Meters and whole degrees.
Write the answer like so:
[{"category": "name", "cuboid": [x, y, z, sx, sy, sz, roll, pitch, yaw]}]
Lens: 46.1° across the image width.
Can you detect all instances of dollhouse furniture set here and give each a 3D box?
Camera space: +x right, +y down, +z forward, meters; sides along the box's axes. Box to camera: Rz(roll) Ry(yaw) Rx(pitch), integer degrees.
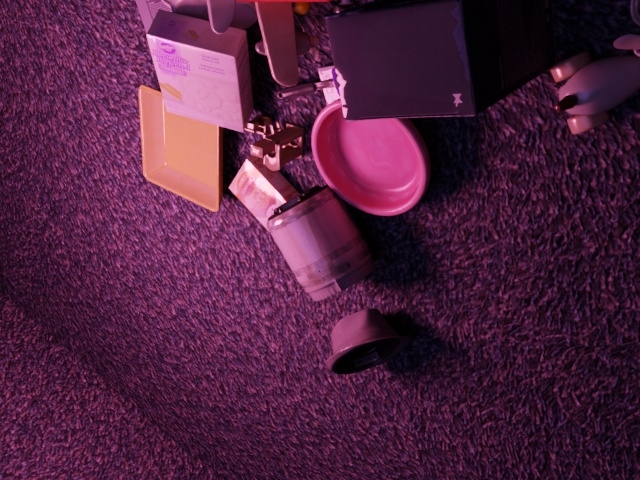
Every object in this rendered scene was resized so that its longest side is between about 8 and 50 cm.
[{"category": "dollhouse furniture set", "cuboid": [-0.164, -0.258, 2.074, 0.161, 0.182, 0.101, 22, 127, 29]}]

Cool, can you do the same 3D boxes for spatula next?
[{"category": "spatula", "cuboid": [-0.001, -0.396, 1.934, 0.297, 0.030, 0.084, -3, 113, 41]}]

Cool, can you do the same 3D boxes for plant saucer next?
[{"category": "plant saucer", "cuboid": [-0.414, -0.296, 2.335, 0.333, 0.081, 0.332, 25, 129, 27]}, {"category": "plant saucer", "cuboid": [0.134, -0.220, 1.890, 0.332, 0.084, 0.332, 22, 136, 23]}]

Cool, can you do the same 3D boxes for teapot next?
[{"category": "teapot", "cuboid": [-0.269, -0.660, 1.926, 0.252, 0.256, 0.187, 147, 123, -66]}]

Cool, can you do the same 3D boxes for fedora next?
[{"category": "fedora", "cuboid": [0.123, 0.278, 2.152, 0.275, 0.244, 0.124, -57, 45, 52]}]

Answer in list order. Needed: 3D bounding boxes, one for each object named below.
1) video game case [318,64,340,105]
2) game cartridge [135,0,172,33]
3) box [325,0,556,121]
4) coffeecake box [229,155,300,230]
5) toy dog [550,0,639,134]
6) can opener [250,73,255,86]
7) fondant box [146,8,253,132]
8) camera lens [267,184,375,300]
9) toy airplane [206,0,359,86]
[{"category": "video game case", "cuboid": [0.093, -0.355, 1.918, 0.184, 0.023, 0.201, 1, 113, 40]}, {"category": "game cartridge", "cuboid": [-0.409, -0.684, 2.127, 0.294, 0.060, 0.196, -1, 117, 40]}, {"category": "box", "cuboid": [0.251, -0.395, 1.497, 0.294, 0.395, 0.211, 5, 117, 38]}, {"category": "coffeecake box", "cuboid": [-0.164, -0.142, 2.222, 0.185, 0.068, 0.142, 47, 134, 8]}, {"category": "toy dog", "cuboid": [0.577, -0.314, 1.438, 0.220, 0.161, 0.333, 49, 135, 6]}, {"category": "can opener", "cuboid": [-0.312, -0.451, 2.163, 0.280, 0.074, 0.093, -3, 113, 41]}, {"category": "fondant box", "cuboid": [-0.312, -0.444, 2.007, 0.238, 0.096, 0.330, 16, 154, 6]}, {"category": "camera lens", "cuboid": [0.000, 0.000, 2.059, 0.219, 0.219, 0.274, -25, 97, 45]}, {"category": "toy airplane", "cuboid": [-0.097, -0.609, 1.753, 0.384, 0.272, 0.386, 36, 114, -16]}]
